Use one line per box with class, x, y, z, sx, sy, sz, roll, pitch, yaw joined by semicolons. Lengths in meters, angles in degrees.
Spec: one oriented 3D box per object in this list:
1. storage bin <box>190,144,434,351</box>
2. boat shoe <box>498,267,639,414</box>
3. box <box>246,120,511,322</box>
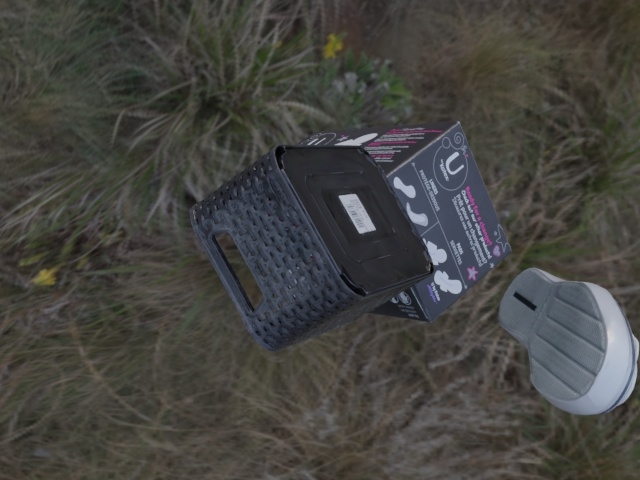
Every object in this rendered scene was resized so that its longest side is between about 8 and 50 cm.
storage bin;0.000;0.000;0.766;0.122;0.084;0.180;61;23;9
boat shoe;0.194;0.071;0.733;0.076;0.226;0.083;27;102;-8
box;0.053;-0.023;1.092;0.142;0.247;0.163;-37;113;-29
